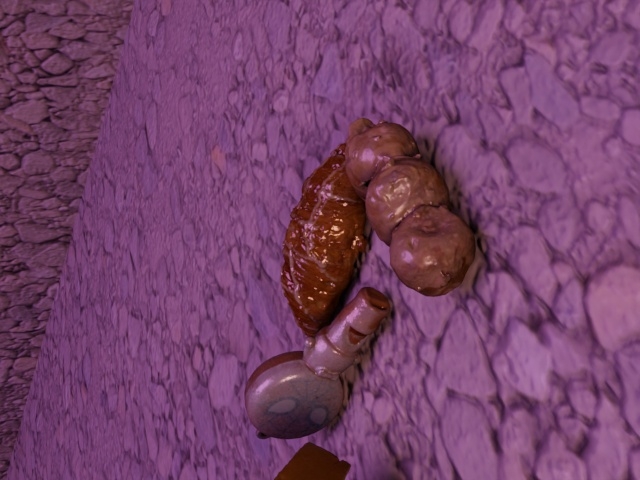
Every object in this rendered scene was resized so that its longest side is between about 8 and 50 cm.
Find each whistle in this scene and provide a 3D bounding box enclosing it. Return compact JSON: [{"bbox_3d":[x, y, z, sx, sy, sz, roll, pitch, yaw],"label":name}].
[{"bbox_3d":[-0.006,0.133,0.960,0.220,0.107,0.057,-52,33,25],"label":"whistle"}]

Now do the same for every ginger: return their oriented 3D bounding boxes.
[{"bbox_3d":[0.081,-0.033,0.847,0.204,0.080,0.104,-115,9,-49],"label":"ginger"}]

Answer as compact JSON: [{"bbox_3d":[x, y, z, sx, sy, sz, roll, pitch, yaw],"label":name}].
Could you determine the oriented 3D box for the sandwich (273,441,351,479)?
[{"bbox_3d":[0.036,0.297,0.806,0.236,0.128,0.122,30,119,15],"label":"sandwich"}]

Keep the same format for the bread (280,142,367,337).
[{"bbox_3d":[0.000,0.000,1.005,0.105,0.076,0.233,-139,59,-61],"label":"bread"}]
